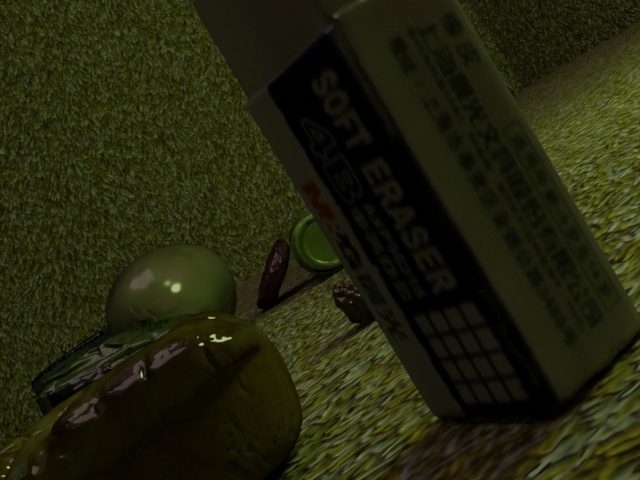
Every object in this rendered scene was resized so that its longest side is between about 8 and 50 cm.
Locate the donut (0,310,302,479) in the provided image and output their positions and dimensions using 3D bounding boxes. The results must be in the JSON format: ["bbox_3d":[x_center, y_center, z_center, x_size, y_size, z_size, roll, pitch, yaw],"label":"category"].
[{"bbox_3d":[-0.138,0.159,0.699,0.261,0.128,0.208,-34,2,-2],"label":"donut"}]

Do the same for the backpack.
[{"bbox_3d":[-0.272,0.202,1.367,0.253,0.140,0.207,-27,3,-1],"label":"backpack"}]

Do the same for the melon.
[{"bbox_3d":[-0.277,0.121,1.770,0.223,0.223,0.317,-32,6,18],"label":"melon"}]

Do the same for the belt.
[{"bbox_3d":[-0.431,0.264,1.862,0.258,0.150,0.207,-34,-7,-15],"label":"belt"}]

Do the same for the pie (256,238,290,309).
[{"bbox_3d":[-0.093,0.067,1.861,0.154,0.036,0.154,-163,90,-81],"label":"pie"}]

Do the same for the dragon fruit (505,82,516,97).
[{"bbox_3d":[0.206,-0.159,1.475,0.205,0.210,0.268,0,-24,-38],"label":"dragon fruit"}]

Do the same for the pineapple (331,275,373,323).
[{"bbox_3d":[0.075,0.041,1.010,0.124,0.058,0.058,-32,3,10],"label":"pineapple"}]

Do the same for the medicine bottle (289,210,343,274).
[{"bbox_3d":[0.000,0.000,1.792,0.124,0.124,0.239,-34,3,-1],"label":"medicine bottle"}]

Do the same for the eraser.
[{"bbox_3d":[0.044,-0.044,0.510,0.086,0.287,0.130,-33,3,-28],"label":"eraser"}]
